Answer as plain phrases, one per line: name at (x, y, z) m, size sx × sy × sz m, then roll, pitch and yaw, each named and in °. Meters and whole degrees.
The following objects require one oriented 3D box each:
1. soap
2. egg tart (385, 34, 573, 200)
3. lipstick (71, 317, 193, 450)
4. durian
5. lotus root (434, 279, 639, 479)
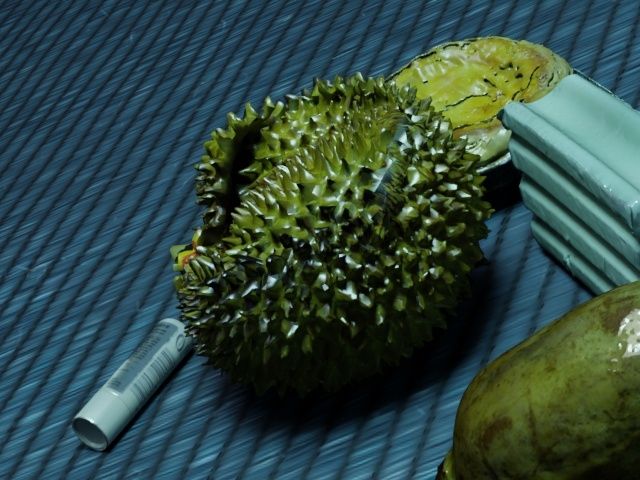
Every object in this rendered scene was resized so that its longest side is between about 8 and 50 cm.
soap at (0.238, -0.029, 1.437) m, size 0.094 × 0.150 × 0.261 m, roll -24°, pitch 28°, yaw -8°
egg tart at (0.133, -0.104, 1.704) m, size 0.234 × 0.094 × 0.234 m, roll -18°, pitch 27°, yaw 10°
lipstick at (-0.164, 0.125, 1.613) m, size 0.040 × 0.040 × 0.141 m, roll 1°, pitch 38°, yaw 40°
durian at (0.006, 0.007, 1.492) m, size 0.293 × 0.258 × 0.258 m, roll -35°, pitch 28°, yaw 2°
lotus root at (0.177, 0.118, 1.251) m, size 0.260 × 0.128 × 0.145 m, roll -34°, pitch 8°, yaw 31°
